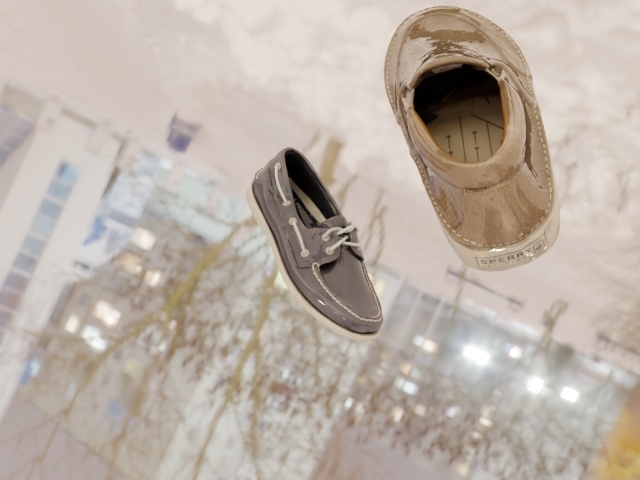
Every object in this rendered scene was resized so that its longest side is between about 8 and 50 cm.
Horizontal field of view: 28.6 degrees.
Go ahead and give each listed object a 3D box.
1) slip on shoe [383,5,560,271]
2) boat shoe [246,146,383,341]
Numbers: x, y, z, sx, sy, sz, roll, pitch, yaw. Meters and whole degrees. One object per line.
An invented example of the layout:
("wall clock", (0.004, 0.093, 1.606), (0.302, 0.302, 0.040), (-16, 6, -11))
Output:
("slip on shoe", (0.047, -0.048, 0.424), (0.135, 0.051, 0.041), (-95, -17, -48))
("boat shoe", (0.000, 0.000, 1.127), (0.075, 0.065, 0.206), (-1, -134, -41))
